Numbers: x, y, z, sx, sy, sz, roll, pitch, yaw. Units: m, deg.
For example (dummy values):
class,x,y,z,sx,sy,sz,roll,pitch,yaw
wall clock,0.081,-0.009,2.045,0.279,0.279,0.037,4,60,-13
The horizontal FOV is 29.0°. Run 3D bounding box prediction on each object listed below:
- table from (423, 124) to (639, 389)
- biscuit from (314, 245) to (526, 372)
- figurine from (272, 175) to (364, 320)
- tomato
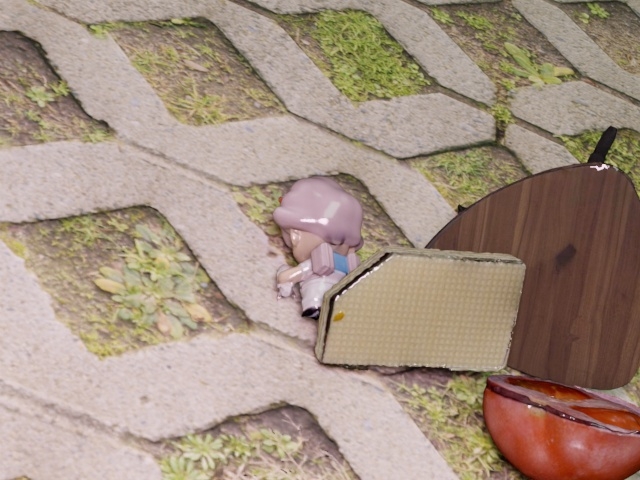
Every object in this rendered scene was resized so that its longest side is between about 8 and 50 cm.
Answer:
class,x,y,z,sx,sy,sz,roll,pitch,yaw
table,0.294,0.001,1.671,0.317,0.317,0.249,31,27,0
biscuit,0.121,0.084,1.514,0.252,0.150,0.052,3,13,-19
figurine,0.000,0.000,1.569,0.137,0.112,0.229,16,52,-25
tomato,0.302,0.238,1.488,0.199,0.112,0.228,6,10,-41
